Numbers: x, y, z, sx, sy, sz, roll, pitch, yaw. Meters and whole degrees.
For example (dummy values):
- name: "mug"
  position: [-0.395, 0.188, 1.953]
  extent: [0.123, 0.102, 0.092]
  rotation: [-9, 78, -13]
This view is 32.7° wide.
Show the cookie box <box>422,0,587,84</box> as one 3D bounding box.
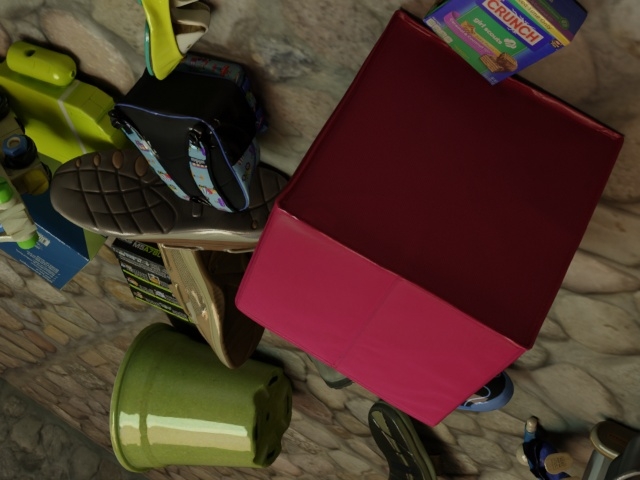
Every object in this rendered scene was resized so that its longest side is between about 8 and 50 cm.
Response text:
- name: "cookie box"
  position: [0.156, -0.191, 0.937]
  extent: [0.092, 0.040, 0.107]
  rotation: [39, 152, -15]

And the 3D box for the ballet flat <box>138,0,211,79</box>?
- name: "ballet flat"
  position: [-0.155, -0.248, 1.140]
  extent: [0.077, 0.077, 0.231]
  rotation: [1, 148, 2]

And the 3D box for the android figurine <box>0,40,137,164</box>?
- name: "android figurine"
  position: [-0.340, -0.164, 1.490]
  extent: [0.273, 0.056, 0.248]
  rotation: [21, 151, 24]

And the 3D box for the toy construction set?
- name: "toy construction set"
  position: [-0.479, -0.091, 1.428]
  extent: [0.327, 0.215, 0.151]
  rotation: [56, 168, 20]

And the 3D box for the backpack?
- name: "backpack"
  position: [-0.138, -0.119, 1.286]
  extent: [0.158, 0.117, 0.173]
  rotation: [14, 148, 31]

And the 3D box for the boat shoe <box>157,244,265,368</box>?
- name: "boat shoe"
  position: [-0.165, 0.058, 1.641]
  extent: [0.110, 0.121, 0.341]
  rotation: [21, 142, 29]

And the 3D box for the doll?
- name: "doll"
  position: [0.329, 0.321, 1.602]
  extent: [0.189, 0.046, 0.129]
  rotation: [149, 99, -85]

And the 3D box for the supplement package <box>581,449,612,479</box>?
- name: "supplement package"
  position: [0.457, 0.361, 1.514]
  extent: [0.179, 0.105, 0.105]
  rotation: [26, 154, 8]

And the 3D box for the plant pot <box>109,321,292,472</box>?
- name: "plant pot"
  position: [-0.197, 0.299, 1.962]
  extent: [0.254, 0.276, 0.276]
  rotation: [6, 146, 20]

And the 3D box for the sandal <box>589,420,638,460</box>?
- name: "sandal"
  position: [0.446, 0.281, 1.447]
  extent: [0.180, 0.072, 0.049]
  rotation: [24, 132, 23]

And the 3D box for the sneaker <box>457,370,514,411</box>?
- name: "sneaker"
  position: [0.154, 0.167, 1.520]
  extent: [0.232, 0.081, 0.090]
  rotation: [18, 158, 28]

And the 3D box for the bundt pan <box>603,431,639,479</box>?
- name: "bundt pan"
  position: [0.495, 0.328, 1.319]
  extent: [0.331, 0.124, 0.330]
  rotation: [10, 129, 13]

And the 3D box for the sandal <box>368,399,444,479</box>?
- name: "sandal"
  position: [0.172, 0.383, 1.892]
  extent: [0.120, 0.086, 0.302]
  rotation: [15, 135, 41]

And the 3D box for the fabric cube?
- name: "fabric cube"
  position: [0.095, -0.012, 1.075]
  extent: [0.259, 0.254, 0.258]
  rotation: [30, 154, 2]

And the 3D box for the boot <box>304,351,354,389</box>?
- name: "boot"
  position: [-0.016, 0.110, 1.513]
  extent: [0.161, 0.083, 0.246]
  rotation: [53, 169, -16]

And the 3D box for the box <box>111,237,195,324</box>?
- name: "box"
  position: [-0.241, 0.072, 1.815]
  extent: [0.191, 0.045, 0.184]
  rotation: [21, 155, 17]

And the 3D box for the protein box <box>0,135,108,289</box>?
- name: "protein box"
  position: [-0.423, -0.051, 1.684]
  extent: [0.200, 0.136, 0.201]
  rotation: [37, 153, -12]

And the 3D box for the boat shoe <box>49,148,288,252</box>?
- name: "boat shoe"
  position: [-0.190, -0.037, 1.425]
  extent: [0.324, 0.123, 0.116]
  rotation: [9, 161, 6]
